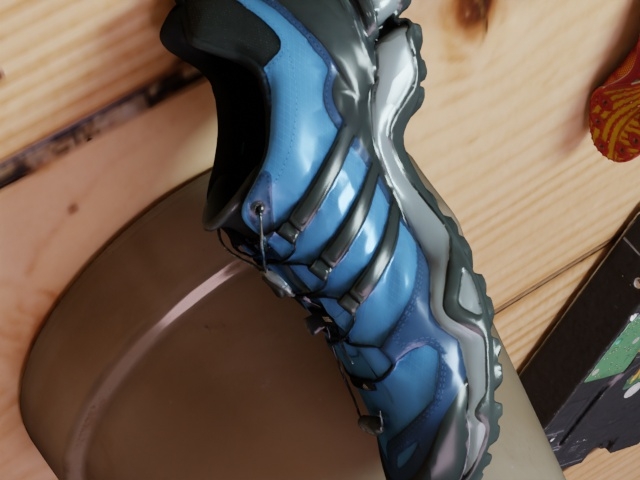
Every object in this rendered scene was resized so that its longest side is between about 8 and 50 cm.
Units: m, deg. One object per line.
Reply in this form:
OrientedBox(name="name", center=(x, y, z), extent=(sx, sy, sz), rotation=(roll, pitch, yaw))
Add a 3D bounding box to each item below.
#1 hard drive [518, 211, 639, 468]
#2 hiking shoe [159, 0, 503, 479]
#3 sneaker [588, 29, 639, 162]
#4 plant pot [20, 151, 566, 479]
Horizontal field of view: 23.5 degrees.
OrientedBox(name="hard drive", center=(0.309, 0.089, 1.481), extent=(0.237, 0.064, 0.339), rotation=(-9, 141, -42))
OrientedBox(name="hiking shoe", center=(0.000, 0.000, 0.817), extent=(0.132, 0.304, 0.113), rotation=(-15, 179, -24))
OrientedBox(name="sneaker", center=(0.248, -0.124, 1.110), extent=(0.067, 0.064, 0.175), rotation=(-28, 154, -39))
OrientedBox(name="plant pot", center=(0.015, 0.138, 0.992), extent=(0.323, 0.280, 0.323), rotation=(-29, 150, -19))
